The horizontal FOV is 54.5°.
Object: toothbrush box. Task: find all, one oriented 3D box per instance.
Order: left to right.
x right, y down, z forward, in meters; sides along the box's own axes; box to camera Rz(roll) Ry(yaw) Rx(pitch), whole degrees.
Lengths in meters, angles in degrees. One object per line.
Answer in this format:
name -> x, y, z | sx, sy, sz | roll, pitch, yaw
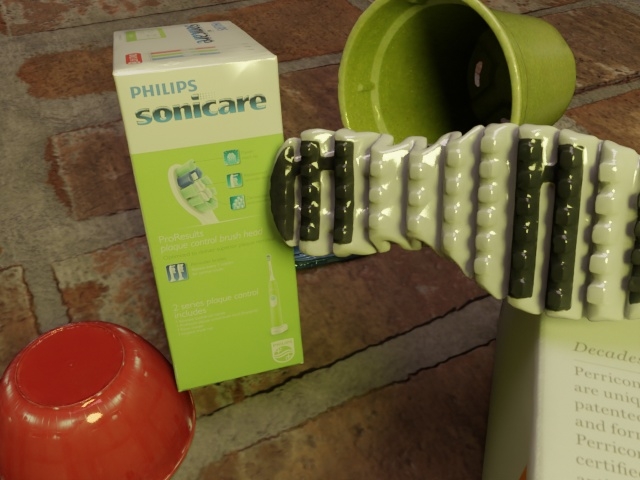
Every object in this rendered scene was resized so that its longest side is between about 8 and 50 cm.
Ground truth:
toothbrush box -> -0.106, -0.042, 0.579 | 0.122, 0.283, 0.206 | -10, 29, -14

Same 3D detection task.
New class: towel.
towel -> 0.000, 0.000, 0.755 | 0.120, 0.029, 0.067 | -12, 42, -15

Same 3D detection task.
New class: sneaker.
sneaker -> 0.107, -0.025, 0.421 | 0.292, 0.110, 0.118 | 15, 14, 35

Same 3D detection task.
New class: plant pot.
plant pot -> 0.210, -0.211, 0.855 | 0.254, 0.276, 0.276 | -22, 45, -40

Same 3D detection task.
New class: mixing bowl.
mixing bowl -> -0.206, 0.137, 0.540 | 0.182, 0.098, 0.181 | 0, 41, 0

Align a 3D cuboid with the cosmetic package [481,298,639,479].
cosmetic package -> 0.206, 0.152, 0.430 | 0.162, 0.230, 0.453 | 11, 41, 13
